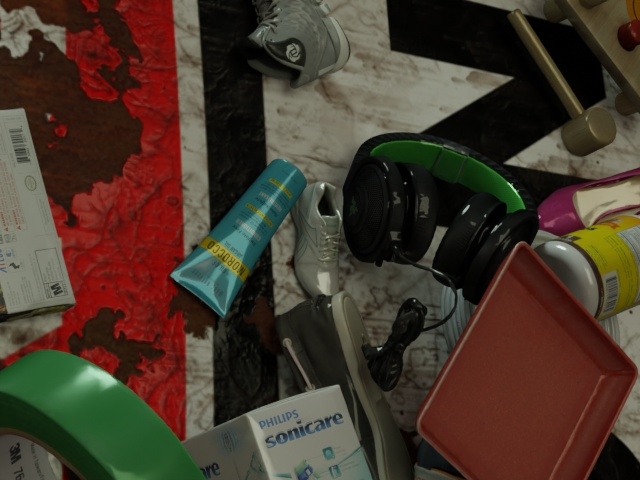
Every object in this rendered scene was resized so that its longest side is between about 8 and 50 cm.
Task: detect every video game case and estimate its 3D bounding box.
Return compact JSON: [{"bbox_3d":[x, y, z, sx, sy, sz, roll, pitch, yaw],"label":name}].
[{"bbox_3d":[-0.386,-0.020,1.521,0.210,0.042,0.232,-10,78,-35],"label":"video game case"}]

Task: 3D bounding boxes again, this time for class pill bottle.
[{"bbox_3d":[0.366,0.035,1.830,0.215,0.117,0.117,-17,82,-38],"label":"pill bottle"}]

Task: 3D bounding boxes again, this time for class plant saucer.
[{"bbox_3d":[0.228,0.177,1.632,0.258,0.048,0.259,45,64,-28],"label":"plant saucer"}]

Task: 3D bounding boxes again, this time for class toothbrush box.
[{"bbox_3d":[-0.033,0.325,1.513,0.126,0.216,0.295,-13,80,-36],"label":"toothbrush box"}]

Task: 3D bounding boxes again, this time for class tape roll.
[{"bbox_3d":[-0.214,0.257,1.354,0.077,0.321,0.321,-35,93,-38],"label":"tape roll"}]

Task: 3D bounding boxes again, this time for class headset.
[{"bbox_3d":[0.129,0.010,1.742,0.243,0.185,0.394,21,31,0],"label":"headset"}]

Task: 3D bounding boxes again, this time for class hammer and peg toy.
[{"bbox_3d":[0.444,-0.309,2.095,0.266,0.127,0.361,50,57,-15],"label":"hammer and peg toy"}]

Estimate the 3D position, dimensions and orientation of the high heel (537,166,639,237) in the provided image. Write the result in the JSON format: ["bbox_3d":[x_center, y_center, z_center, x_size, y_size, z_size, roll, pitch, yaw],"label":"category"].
[{"bbox_3d":[0.407,-0.055,1.999,0.244,0.117,0.082,-10,78,-35],"label":"high heel"}]

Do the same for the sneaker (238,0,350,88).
[{"bbox_3d":[-0.065,-0.294,1.807,0.132,0.086,0.228,-36,94,-34],"label":"sneaker"}]

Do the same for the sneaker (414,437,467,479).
[{"bbox_3d":[0.222,0.318,1.735,0.321,0.126,0.127,33,76,-34],"label":"sneaker"}]

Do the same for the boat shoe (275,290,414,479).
[{"bbox_3d":[0.035,0.227,1.684,0.112,0.095,0.335,1,72,-70],"label":"boat shoe"}]

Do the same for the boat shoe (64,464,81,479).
[{"bbox_3d":[-0.225,0.239,1.523,0.072,0.068,0.190,-13,89,-48],"label":"boat shoe"}]

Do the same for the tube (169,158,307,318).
[{"bbox_3d":[-0.091,-0.008,1.709,0.080,0.052,0.207,38,62,-4],"label":"tube"}]

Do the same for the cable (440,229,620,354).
[{"bbox_3d":[0.273,0.110,1.868,0.257,0.089,0.257,34,58,-18],"label":"cable"}]

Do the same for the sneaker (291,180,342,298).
[{"bbox_3d":[0.000,0.000,1.753,0.054,0.061,0.152,1,74,-35],"label":"sneaker"}]
